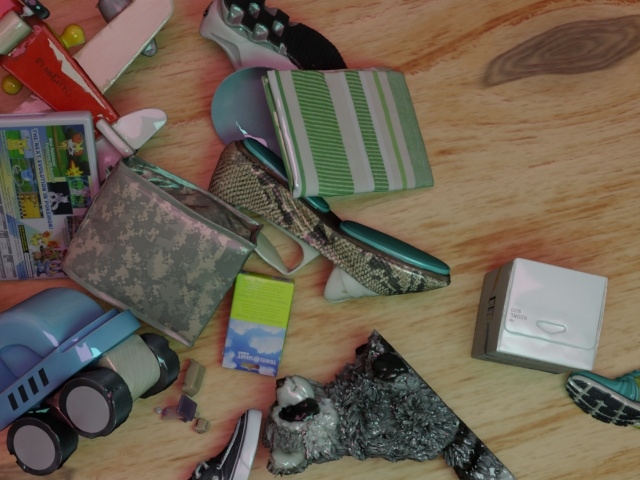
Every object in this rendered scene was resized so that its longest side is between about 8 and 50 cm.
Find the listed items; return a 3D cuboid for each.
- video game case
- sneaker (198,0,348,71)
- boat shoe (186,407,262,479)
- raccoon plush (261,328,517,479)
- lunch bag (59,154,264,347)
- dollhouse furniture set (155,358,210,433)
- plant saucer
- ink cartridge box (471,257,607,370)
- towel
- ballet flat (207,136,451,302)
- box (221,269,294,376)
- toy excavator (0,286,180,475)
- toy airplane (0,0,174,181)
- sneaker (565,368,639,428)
[{"bbox_3d":[-0.536,-0.071,1.836,0.300,0.036,0.328,-3,123,-4],"label":"video game case"},{"bbox_3d":[-0.083,-0.345,1.979,0.331,0.146,0.122,37,52,-19],"label":"sneaker"},{"bbox_3d":[-0.188,0.435,1.851,0.102,0.108,0.301,20,88,-2],"label":"boat shoe"},{"bbox_3d":[0.104,0.381,1.832,0.299,0.216,0.446,-44,86,-1],"label":"raccoon plush"},{"bbox_3d":[-0.284,0.010,1.829,0.287,0.169,0.235,30,106,-7],"label":"lunch bag"},{"bbox_3d":[-0.247,0.285,1.914,0.081,0.091,0.114,-9,51,35],"label":"dollhouse furniture set"},{"bbox_3d":[-0.106,-0.241,1.954,0.195,0.037,0.194,4,121,6],"label":"plant saucer"},{"bbox_3d":[0.385,0.140,1.860,0.171,0.232,0.168,12,81,-2],"label":"ink cartridge box"},{"bbox_3d":[0.054,-0.202,1.912,0.325,0.038,0.247,-8,79,-38],"label":"towel"},{"bbox_3d":[0.000,0.000,1.917,0.483,0.164,0.182,33,103,7],"label":"ballet flat"},{"bbox_3d":[-0.114,0.151,1.905,0.109,0.042,0.178,11,100,0],"label":"box"},{"bbox_3d":[-0.531,0.175,1.788,0.433,0.222,0.445,-36,89,26],"label":"toy excavator"},{"bbox_3d":[-0.463,-0.289,1.886,0.386,0.272,0.384,-3,112,-22],"label":"toy airplane"},{"bbox_3d":[0.585,0.288,1.933,0.275,0.107,0.110,17,61,-5],"label":"sneaker"}]
